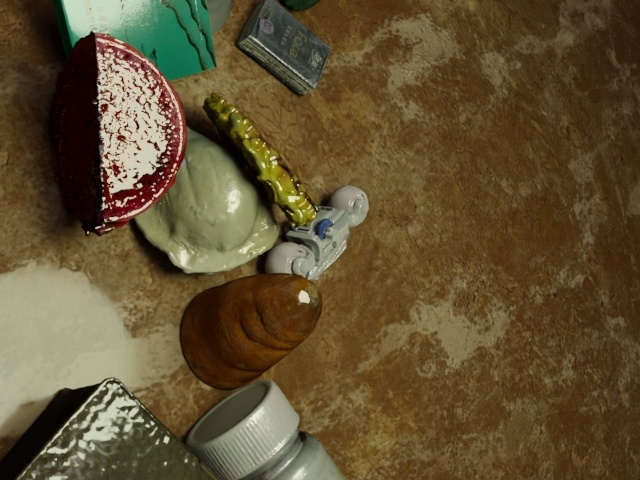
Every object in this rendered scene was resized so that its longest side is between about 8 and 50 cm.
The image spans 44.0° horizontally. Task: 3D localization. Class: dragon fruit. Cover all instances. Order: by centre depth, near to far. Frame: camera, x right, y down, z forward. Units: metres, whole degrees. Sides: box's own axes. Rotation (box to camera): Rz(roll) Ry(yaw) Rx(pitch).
[{"bbox_3d":[-0.279,-0.136,1.083,0.189,0.163,0.261,2,91,-11],"label":"dragon fruit"}]

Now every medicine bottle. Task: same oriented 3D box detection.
[{"bbox_3d":[-0.055,0.349,1.122,0.165,0.165,0.273,-41,104,-40],"label":"medicine bottle"}]

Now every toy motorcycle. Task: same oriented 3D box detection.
[{"bbox_3d":[0.000,0.000,1.341,0.254,0.112,0.112,-43,104,-39],"label":"toy motorcycle"}]

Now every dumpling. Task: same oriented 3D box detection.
[{"bbox_3d":[-0.189,-0.057,1.180,0.179,0.131,0.252,-40,94,-16],"label":"dumpling"}]

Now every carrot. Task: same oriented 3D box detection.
[{"bbox_3d":[-0.078,0.118,1.147,0.159,0.225,0.159,19,60,-37],"label":"carrot"}]

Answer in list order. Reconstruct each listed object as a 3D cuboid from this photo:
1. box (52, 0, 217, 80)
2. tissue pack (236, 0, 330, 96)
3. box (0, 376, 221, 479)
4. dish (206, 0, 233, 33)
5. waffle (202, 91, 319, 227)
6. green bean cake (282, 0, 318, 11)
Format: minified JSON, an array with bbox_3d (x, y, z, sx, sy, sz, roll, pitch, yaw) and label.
[{"bbox_3d":[-0.268,-0.309,1.174,0.226,0.042,0.160,-24,123,-31],"label":"box"},{"bbox_3d":[-0.063,-0.348,1.419,0.156,0.051,0.112,35,55,-26],"label":"tissue pack"},{"bbox_3d":[-0.253,0.326,0.982,0.273,0.143,0.184,49,51,-17],"label":"box"},{"bbox_3d":[-0.239,-0.484,1.271,0.317,0.106,0.316,18,61,-36],"label":"dish"},{"bbox_3d":[-0.097,-0.120,1.221,0.059,0.243,0.237,-41,114,-4],"label":"waffle"},{"bbox_3d":[-0.034,-0.626,1.459,0.308,0.169,0.300,46,52,-18],"label":"green bean cake"}]
